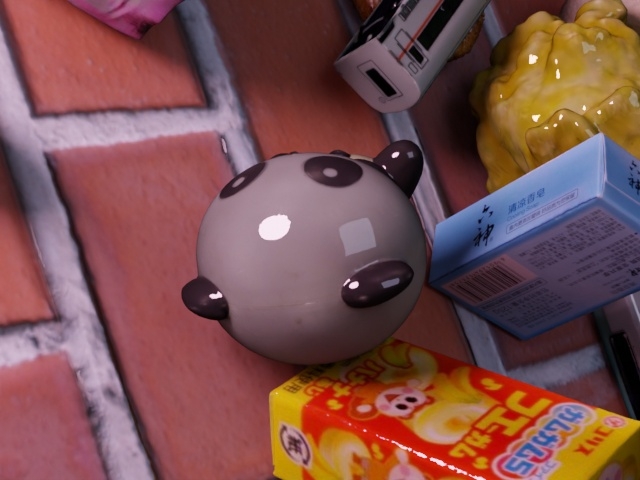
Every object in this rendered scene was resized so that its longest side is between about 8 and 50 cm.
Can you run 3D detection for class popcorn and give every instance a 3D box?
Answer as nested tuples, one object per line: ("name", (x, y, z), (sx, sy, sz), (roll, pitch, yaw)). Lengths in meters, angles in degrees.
("popcorn", (0.279, -0.120, 1.333), (0.235, 0.241, 0.250), (9, 51, -28))

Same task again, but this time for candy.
("candy", (0.105, 0.170, 1.010), (0.146, 0.276, 0.088), (-28, 126, -44))

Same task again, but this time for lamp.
("lamp", (0.000, 0.000, 1.065), (0.197, 0.198, 0.244), (48, 31, -12))

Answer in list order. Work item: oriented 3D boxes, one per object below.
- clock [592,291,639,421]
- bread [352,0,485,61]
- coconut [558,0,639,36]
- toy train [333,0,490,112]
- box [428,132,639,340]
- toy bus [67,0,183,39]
("clock", (0.443, 0.134, 1.422), (0.231, 0.116, 0.262), (-7, 74, -42))
("bread", (0.102, -0.282, 1.371), (0.193, 0.064, 0.193), (13, 68, -33))
("coconut", (0.404, -0.230, 1.483), (0.245, 0.245, 0.247), (54, 45, -6))
("toy train", (0.157, -0.299, 1.321), (0.088, 0.086, 0.407), (44, 58, -15))
("box", (0.236, 0.004, 1.226), (0.143, 0.232, 0.083), (31, 49, -26))
("toy bus", (-0.140, -0.368, 1.143), (0.162, 0.171, 0.386), (43, 47, -32))
